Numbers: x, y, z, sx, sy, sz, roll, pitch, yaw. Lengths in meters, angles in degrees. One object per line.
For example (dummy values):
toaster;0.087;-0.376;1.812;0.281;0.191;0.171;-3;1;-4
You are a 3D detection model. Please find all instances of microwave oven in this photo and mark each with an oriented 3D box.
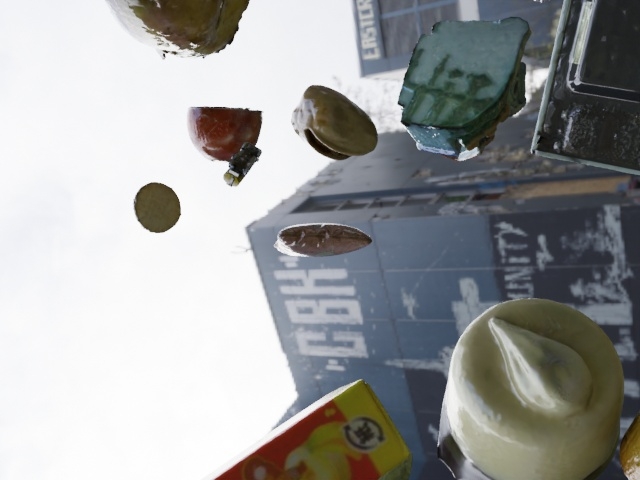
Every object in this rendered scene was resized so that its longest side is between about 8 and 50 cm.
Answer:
microwave oven;0.499;-0.303;1.103;0.286;0.218;0.355;-29;-49;-60

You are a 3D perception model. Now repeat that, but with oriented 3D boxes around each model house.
model house;0.359;-0.310;1.639;0.329;0.251;0.295;43;-117;-58

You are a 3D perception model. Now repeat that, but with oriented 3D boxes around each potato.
potato;-0.273;-0.445;1.180;0.288;0.301;0.237;38;-154;-8

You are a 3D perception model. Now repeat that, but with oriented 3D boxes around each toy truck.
toy truck;-0.192;-0.184;1.699;0.063;0.052;0.123;-60;1;44

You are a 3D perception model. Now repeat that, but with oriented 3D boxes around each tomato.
tomato;-0.270;-0.295;1.952;0.181;0.214;0.155;1;-87;-78

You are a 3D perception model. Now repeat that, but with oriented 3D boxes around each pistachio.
pistachio;0.030;-0.232;1.398;0.206;0.129;0.131;21;-103;-46

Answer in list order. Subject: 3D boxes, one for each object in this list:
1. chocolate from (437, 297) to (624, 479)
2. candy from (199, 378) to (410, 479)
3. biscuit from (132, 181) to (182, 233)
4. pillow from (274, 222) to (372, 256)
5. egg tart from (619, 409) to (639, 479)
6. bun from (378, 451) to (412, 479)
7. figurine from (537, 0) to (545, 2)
chocolate;0.356;0.250;1.220;0.297;0.326;0.314;61;-137;-45
candy;-0.061;0.244;0.658;0.276;0.146;0.088;-29;-98;-20
biscuit;-0.455;-0.092;1.945;0.152;0.020;0.152;4;-96;-43
pillow;0.000;0.000;1.747;0.223;0.236;0.084;142;128;-86
egg tart;0.588;0.340;1.118;0.202;0.202;0.147;-56;-11;-46
bun;0.092;0.479;1.375;0.126;0.204;0.212;58;-158;17
figurine;0.470;-0.620;1.538;0.240;0.116;0.175;-24;-28;-21
